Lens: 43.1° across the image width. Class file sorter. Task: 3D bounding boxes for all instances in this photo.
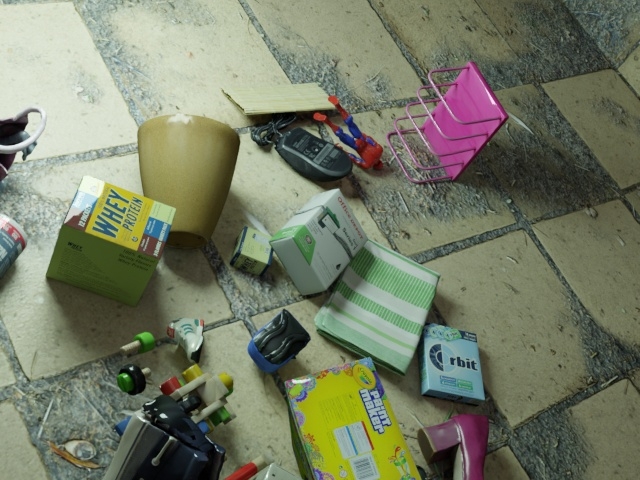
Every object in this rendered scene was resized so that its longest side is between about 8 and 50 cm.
[{"bbox_3d":[0.338,-0.320,2.265,0.182,0.291,0.202,-12,64,-31],"label":"file sorter"}]

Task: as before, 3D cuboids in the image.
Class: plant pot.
[{"bbox_3d":[-0.304,-0.118,1.826,0.237,0.237,0.255,10,67,-23],"label":"plant pot"}]

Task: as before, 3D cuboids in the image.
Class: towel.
[{"bbox_3d":[0.146,0.147,1.966,0.247,0.038,0.325,27,48,2],"label":"towel"}]

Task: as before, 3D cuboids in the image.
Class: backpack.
[{"bbox_3d":[-0.096,0.230,1.754,0.098,0.101,0.120,44,52,8],"label":"backpack"}]

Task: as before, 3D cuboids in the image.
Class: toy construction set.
[{"bbox_3d":[-0.207,0.331,1.515,0.309,0.258,0.237,37,36,27],"label":"toy construction set"}]

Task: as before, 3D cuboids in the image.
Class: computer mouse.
[{"bbox_3d":[-0.040,-0.234,2.147,0.272,0.072,0.188,33,46,11],"label":"computer mouse"}]

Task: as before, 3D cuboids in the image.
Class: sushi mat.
[{"bbox_3d":[-0.104,-0.391,2.217,0.316,0.019,0.151,-10,38,-34],"label":"sushi mat"}]

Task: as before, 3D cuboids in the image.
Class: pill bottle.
[{"bbox_3d":[-0.664,0.040,1.574,0.108,0.108,0.180,30,49,-7],"label":"pill bottle"}]

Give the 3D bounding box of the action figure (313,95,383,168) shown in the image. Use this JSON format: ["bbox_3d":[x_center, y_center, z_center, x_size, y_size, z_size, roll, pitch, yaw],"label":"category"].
[{"bbox_3d":[0.074,-0.288,2.202,0.280,0.091,0.139,42,-2,-40],"label":"action figure"}]

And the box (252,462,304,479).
[{"bbox_3d":[-0.115,0.501,1.430,0.094,0.275,0.113,31,50,-6],"label":"box"}]

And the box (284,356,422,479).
[{"bbox_3d":[0.059,0.428,1.523,0.177,0.279,0.290,-15,54,-10],"label":"box"}]

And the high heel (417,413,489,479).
[{"bbox_3d":[0.360,0.549,1.751,0.181,0.127,0.377,-8,58,-21],"label":"high heel"}]

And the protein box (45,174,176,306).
[{"bbox_3d":[-0.431,0.004,1.663,0.199,0.201,0.136,21,50,-14],"label":"protein box"}]

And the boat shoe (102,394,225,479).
[{"bbox_3d":[-0.280,0.439,1.338,0.158,0.341,0.127,31,18,25],"label":"boat shoe"}]

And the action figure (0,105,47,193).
[{"bbox_3d":[-0.779,-0.218,1.603,0.370,0.275,0.248,35,52,-21],"label":"action figure"}]

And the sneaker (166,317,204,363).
[{"bbox_3d":[-0.281,0.204,1.669,0.075,0.057,0.161,11,17,-10],"label":"sneaker"}]

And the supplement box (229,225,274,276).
[{"bbox_3d":[-0.158,0.025,1.896,0.083,0.056,0.083,23,49,-14],"label":"supplement box"}]

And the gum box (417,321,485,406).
[{"bbox_3d":[0.315,0.299,1.970,0.156,0.041,0.184,15,51,-19],"label":"gum box"}]

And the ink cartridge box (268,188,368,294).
[{"bbox_3d":[0.000,0.000,1.942,0.219,0.092,0.160,-48,114,-41],"label":"ink cartridge box"}]

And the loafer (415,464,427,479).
[{"bbox_3d":[0.158,0.543,1.683,0.076,0.078,0.223,49,49,9],"label":"loafer"}]
